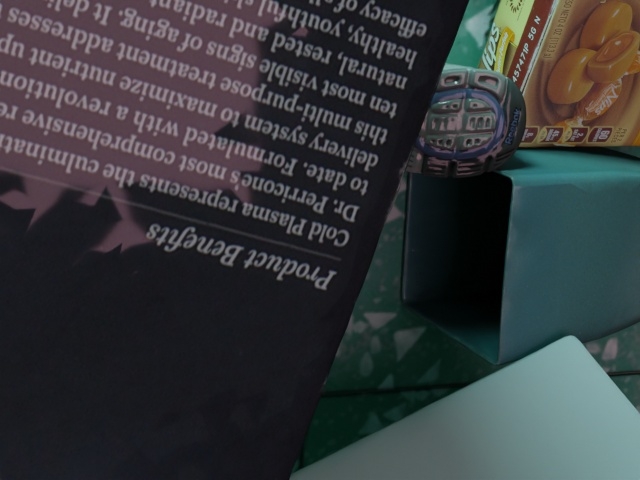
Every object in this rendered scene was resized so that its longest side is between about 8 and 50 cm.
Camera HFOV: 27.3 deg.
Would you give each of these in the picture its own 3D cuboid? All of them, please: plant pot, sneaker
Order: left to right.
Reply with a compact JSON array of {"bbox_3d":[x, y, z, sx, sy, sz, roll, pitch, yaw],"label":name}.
[{"bbox_3d":[0.016,-0.102,1.105,0.297,0.129,0.111,2,106,-3],"label":"sneaker"},{"bbox_3d":[0.218,-0.006,1.194,0.234,0.166,0.165,-6,109,-26],"label":"plant pot"}]

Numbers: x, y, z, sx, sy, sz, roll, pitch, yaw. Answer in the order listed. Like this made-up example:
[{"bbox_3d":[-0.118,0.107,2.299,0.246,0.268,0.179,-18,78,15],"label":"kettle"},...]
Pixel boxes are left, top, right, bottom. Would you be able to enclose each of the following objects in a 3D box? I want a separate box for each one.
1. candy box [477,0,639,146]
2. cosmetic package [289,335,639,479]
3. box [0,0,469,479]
[{"bbox_3d":[0.309,-0.179,1.178,0.317,0.087,0.182,-2,131,-21],"label":"candy box"},{"bbox_3d":[0.166,0.366,1.122,0.329,0.327,0.393,-24,141,-14],"label":"cosmetic package"},{"bbox_3d":[-0.156,-0.150,0.805,0.297,0.480,0.471,17,100,-27],"label":"box"}]
